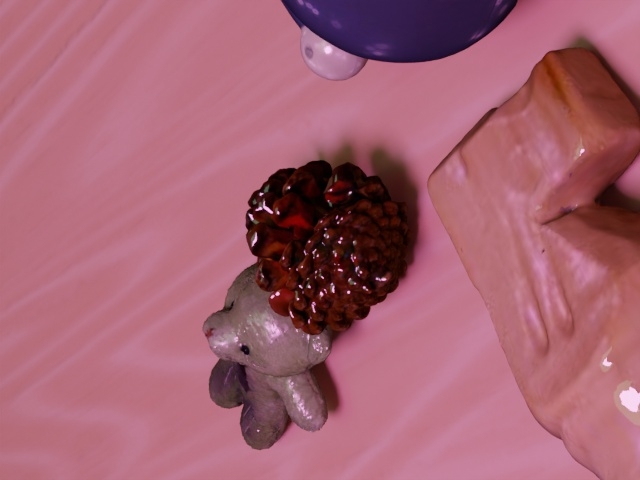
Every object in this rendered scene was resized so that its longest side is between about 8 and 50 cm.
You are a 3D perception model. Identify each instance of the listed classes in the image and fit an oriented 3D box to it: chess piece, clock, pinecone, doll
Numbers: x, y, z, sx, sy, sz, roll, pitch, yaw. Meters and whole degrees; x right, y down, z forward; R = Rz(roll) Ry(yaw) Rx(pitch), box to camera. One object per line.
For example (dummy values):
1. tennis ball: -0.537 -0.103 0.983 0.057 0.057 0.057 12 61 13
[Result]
1. chess piece: 0.149 0.044 0.753 0.301 0.137 0.137 60 137 32
2. clock: 0.010 -0.176 0.810 0.243 0.146 0.199 24 122 48
3. pinecone: 0.003 0.002 0.904 0.109 0.102 0.102 -135 42 -70
4. doll: -0.039 0.076 0.987 0.115 0.077 0.150 58 148 33
